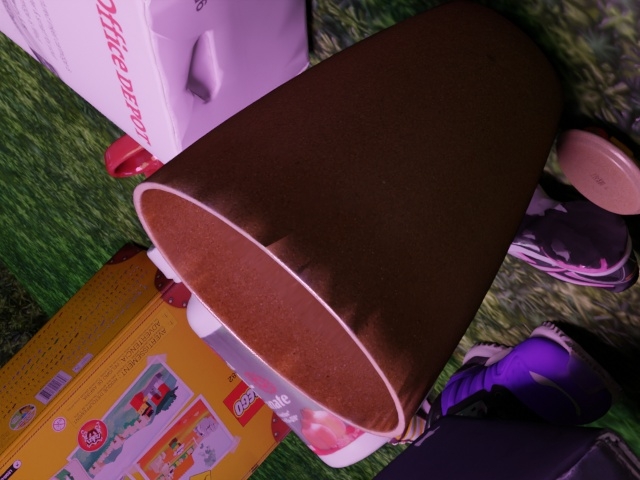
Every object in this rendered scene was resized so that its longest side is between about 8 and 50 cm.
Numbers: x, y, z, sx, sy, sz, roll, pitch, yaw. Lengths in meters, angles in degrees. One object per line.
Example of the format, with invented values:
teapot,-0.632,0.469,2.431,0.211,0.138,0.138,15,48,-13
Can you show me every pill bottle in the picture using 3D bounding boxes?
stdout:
pill bottle,-0.033,0.081,1.540,0.318,0.176,0.176,46,162,-9

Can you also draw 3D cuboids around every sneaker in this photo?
sneaker,0.176,0.171,1.336,0.102,0.146,0.293,44,163,-3
sneaker,0.170,-0.002,1.087,0.178,0.072,0.077,34,172,44
sneaker,0.098,0.223,1.732,0.069,0.084,0.185,27,156,41

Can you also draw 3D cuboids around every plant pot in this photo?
plant pot,0.046,-0.037,0.962,0.237,0.254,0.237,39,161,16

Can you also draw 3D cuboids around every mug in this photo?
mug,-0.122,-0.098,1.379,0.113,0.150,0.169,45,158,-1

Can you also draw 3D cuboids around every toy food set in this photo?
toy food set,0.200,-0.049,0.985,0.082,0.020,0.083,40,162,9

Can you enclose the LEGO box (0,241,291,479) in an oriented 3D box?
LEGO box,-0.325,0.315,2.185,0.193,0.500,0.372,20,150,50

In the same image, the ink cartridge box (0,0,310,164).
ink cartridge box,-0.205,-0.269,1.120,0.395,0.166,0.285,39,163,17

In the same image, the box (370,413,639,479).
box,0.195,0.396,1.046,0.472,0.297,0.480,50,171,0
